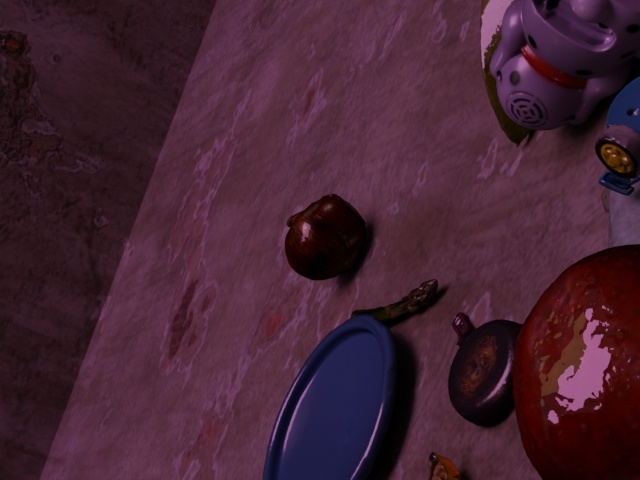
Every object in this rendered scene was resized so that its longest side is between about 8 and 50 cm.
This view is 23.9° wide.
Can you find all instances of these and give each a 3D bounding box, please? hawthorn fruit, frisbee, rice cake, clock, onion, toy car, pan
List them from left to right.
[{"bbox_3d":[0.000,0.000,2.075,0.117,0.119,0.118,101,178,-51],"label":"onion"},{"bbox_3d":[0.021,0.231,1.834,0.289,0.049,0.289,-48,28,35],"label":"frisbee"},{"bbox_3d":[0.165,0.116,1.602,0.115,0.040,0.212,-56,21,11],"label":"pan"},{"bbox_3d":[0.265,-0.215,1.577,0.254,0.189,0.189,113,169,-53],"label":"clock"},{"bbox_3d":[0.247,0.125,1.141,0.215,0.215,0.249,-46,34,45],"label":"hawthorn fruit"},{"bbox_3d":[0.293,0.006,1.342,0.069,0.063,0.206,-22,42,39],"label":"rice cake"},{"bbox_3d":[0.325,-0.073,1.295,0.126,0.161,0.098,-47,-29,-21],"label":"toy car"}]

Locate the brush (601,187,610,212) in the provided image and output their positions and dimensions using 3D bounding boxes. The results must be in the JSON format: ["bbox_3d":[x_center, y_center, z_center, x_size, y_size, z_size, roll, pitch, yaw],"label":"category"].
[{"bbox_3d":[0.320,-0.097,1.456,0.178,0.030,0.033,-53,33,34],"label":"brush"}]

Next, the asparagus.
[{"bbox_3d":[0.086,0.085,1.869,0.236,0.027,0.034,153,127,-62],"label":"asparagus"}]

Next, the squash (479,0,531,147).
[{"bbox_3d":[0.222,-0.257,1.757,0.252,0.093,0.169,-62,36,10],"label":"squash"}]

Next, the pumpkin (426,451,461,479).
[{"bbox_3d":[0.126,0.267,1.538,0.101,0.035,0.073,-109,35,-59],"label":"pumpkin"}]
